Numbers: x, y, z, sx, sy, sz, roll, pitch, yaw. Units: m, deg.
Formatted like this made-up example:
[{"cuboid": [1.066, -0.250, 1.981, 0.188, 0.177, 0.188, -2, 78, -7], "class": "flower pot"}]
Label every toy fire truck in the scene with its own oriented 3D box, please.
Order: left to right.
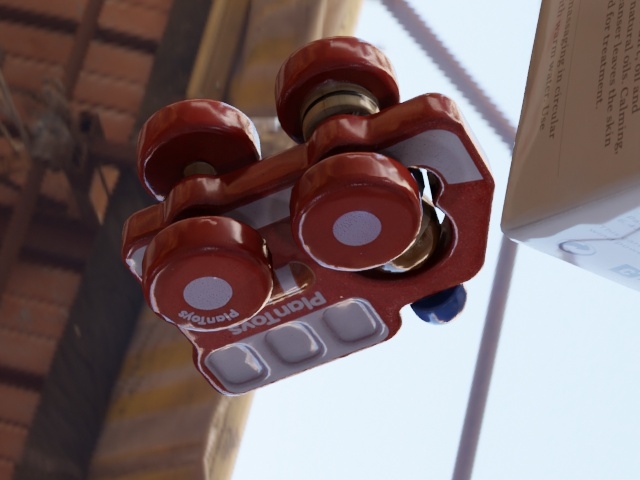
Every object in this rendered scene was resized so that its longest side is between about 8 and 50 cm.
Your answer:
[{"cuboid": [0.000, 0.000, 1.401, 0.302, 0.254, 0.169, -22, -134, 14], "class": "toy fire truck"}]

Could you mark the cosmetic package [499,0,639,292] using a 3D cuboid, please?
[{"cuboid": [0.224, -0.100, 0.530, 0.155, 0.365, 0.197, 22, -110, -23], "class": "cosmetic package"}]
